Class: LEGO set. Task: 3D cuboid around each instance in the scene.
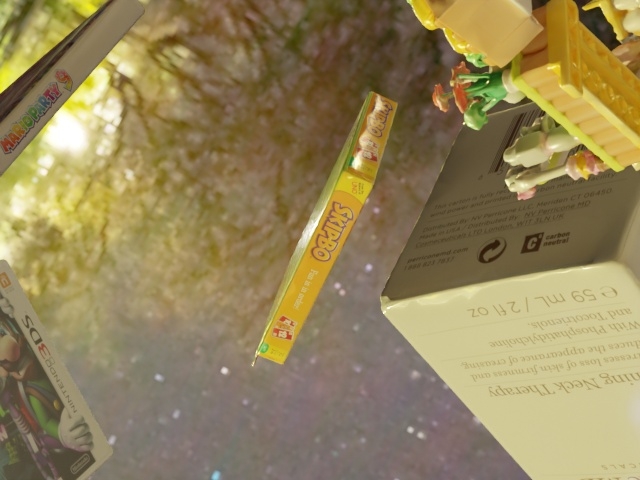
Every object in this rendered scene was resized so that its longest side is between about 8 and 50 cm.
[{"bbox_3d":[0.112,-0.077,0.589,0.107,0.132,0.287,-19,-179,37],"label":"LEGO set"}]

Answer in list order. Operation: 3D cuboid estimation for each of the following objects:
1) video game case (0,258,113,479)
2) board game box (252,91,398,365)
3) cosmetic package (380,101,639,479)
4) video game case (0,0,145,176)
[{"bbox_3d":[-0.233,0.118,0.820,0.022,0.173,0.190,-25,-173,25],"label":"video game case"},{"bbox_3d":[0.000,0.000,1.077,0.124,0.039,0.259,-71,-172,-49],"label":"board game box"},{"bbox_3d":[0.350,0.062,1.420,0.329,0.394,0.327,-14,-143,43],"label":"cosmetic package"},{"bbox_3d":[-0.104,-0.020,0.343,0.087,0.011,0.122,-28,-156,39],"label":"video game case"}]
